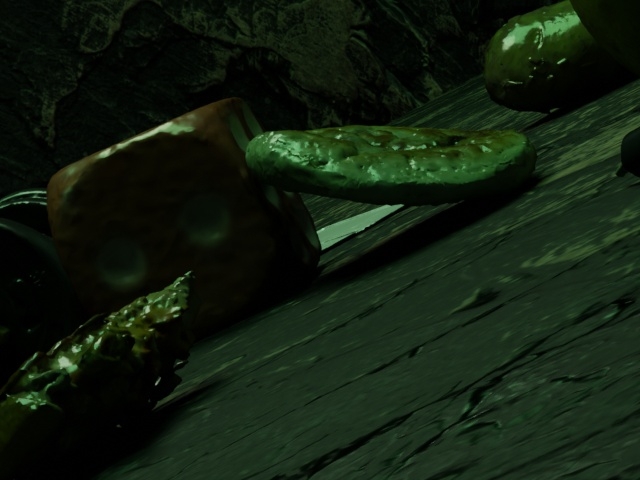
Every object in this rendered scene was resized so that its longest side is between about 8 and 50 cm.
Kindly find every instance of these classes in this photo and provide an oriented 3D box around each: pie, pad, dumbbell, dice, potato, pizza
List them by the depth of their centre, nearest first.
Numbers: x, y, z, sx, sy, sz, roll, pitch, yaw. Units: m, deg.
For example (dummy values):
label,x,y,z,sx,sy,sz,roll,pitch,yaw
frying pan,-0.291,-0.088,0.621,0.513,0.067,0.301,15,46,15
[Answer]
label,x,y,z,sx,sy,sz,roll,pitch,yaw
pizza,-0.142,0.099,1.086,0.147,0.069,0.226,-47,-6,19
pie,0.058,-0.064,1.408,0.241,0.054,0.240,1,8,0
dice,-0.112,-0.013,1.491,0.179,0.175,0.174,-21,5,13
dumbbell,-0.285,0.052,1.654,0.185,0.185,0.388,-26,4,7
pad,0.000,0.000,1.775,0.156,0.004,0.232,-28,5,-29
potato,0.294,-0.214,1.941,0.251,0.113,0.149,-18,-5,-12

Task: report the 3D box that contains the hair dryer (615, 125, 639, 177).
label,x,y,z,sx,sy,sz,roll,pitch,yaw
hair dryer,0.244,-0.081,1.023,0.124,0.071,0.219,-27,-4,-37

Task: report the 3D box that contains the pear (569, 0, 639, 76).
label,x,y,z,sx,sy,sz,roll,pitch,yaw
pear,0.279,-0.223,1.199,0.253,0.253,0.307,-28,0,-19
